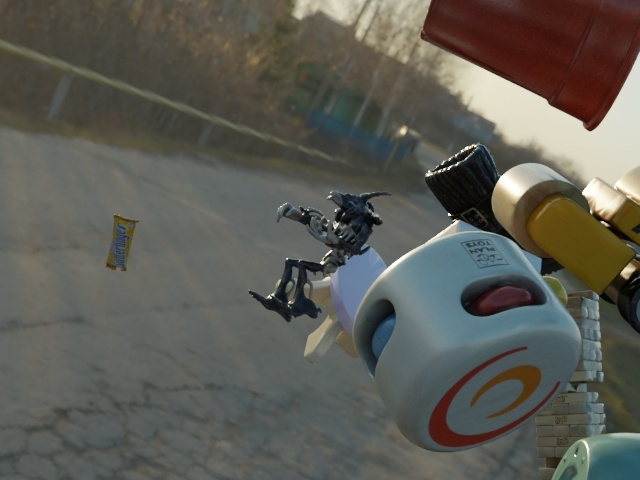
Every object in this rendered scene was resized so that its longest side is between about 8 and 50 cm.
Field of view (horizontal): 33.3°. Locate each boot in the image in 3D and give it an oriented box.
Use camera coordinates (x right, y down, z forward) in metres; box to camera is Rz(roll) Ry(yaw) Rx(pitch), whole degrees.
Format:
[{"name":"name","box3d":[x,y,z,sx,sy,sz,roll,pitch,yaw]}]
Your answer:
[{"name":"boot","box3d":[0.358,-0.066,1.942,0.131,0.260,0.348,-32,8,-41]}]

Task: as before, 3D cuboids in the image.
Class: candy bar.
[{"name":"candy bar","box3d":[-0.320,0.004,1.717,0.040,0.018,0.161,12,-35,-11]}]

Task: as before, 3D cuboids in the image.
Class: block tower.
[{"name":"block tower","box3d":[0.404,0.249,1.734,0.091,0.336,0.097,-7,-12,32]}]

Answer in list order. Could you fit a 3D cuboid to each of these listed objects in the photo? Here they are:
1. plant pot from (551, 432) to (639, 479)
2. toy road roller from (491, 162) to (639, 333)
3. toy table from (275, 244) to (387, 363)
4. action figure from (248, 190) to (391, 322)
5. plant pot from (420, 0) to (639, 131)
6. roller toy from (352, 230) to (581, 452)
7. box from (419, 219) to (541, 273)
[{"name":"plant pot","box3d":[0.423,0.390,1.410,0.235,0.293,0.293,20,6,1]},{"name":"toy road roller","box3d":[0.446,-0.037,1.590,0.329,0.241,0.202,34,10,-13]},{"name":"toy table","box3d":[0.044,0.139,2.283,0.252,0.161,0.274,48,31,-11]},{"name":"action figure","box3d":[0.000,0.000,1.790,0.141,0.276,0.164,42,-16,-25]},{"name":"plant pot","box3d":[0.289,-0.320,1.431,0.265,0.272,0.272,21,6,3]},{"name":"roller toy","box3d":[0.137,0.091,1.020,0.191,0.209,0.146,43,13,-51]},{"name":"box","box3d":[0.177,0.066,1.365,0.130,0.091,0.170,25,-31,-18]}]
